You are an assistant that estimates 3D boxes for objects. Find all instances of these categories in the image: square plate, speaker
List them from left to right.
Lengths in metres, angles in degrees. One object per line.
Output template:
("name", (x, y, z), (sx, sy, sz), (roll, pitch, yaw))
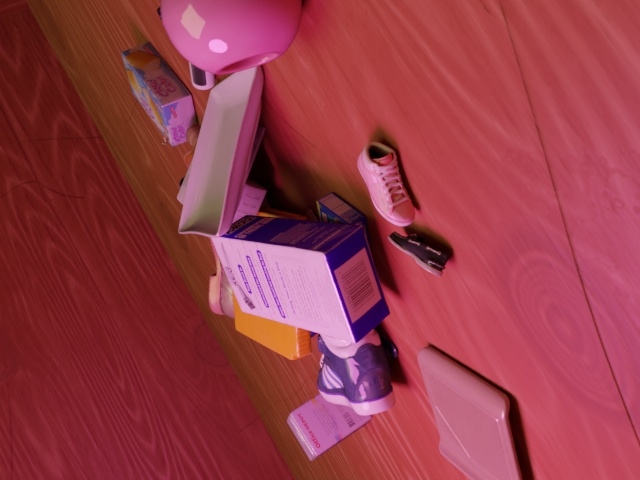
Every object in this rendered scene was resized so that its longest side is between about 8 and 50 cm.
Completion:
("speaker", (-0.261, -0.397, 1.426), (0.055, 0.055, 0.136), (52, 158, 24))
("square plate", (-0.206, -0.174, 1.359), (0.347, 0.049, 0.343), (5, 82, 66))

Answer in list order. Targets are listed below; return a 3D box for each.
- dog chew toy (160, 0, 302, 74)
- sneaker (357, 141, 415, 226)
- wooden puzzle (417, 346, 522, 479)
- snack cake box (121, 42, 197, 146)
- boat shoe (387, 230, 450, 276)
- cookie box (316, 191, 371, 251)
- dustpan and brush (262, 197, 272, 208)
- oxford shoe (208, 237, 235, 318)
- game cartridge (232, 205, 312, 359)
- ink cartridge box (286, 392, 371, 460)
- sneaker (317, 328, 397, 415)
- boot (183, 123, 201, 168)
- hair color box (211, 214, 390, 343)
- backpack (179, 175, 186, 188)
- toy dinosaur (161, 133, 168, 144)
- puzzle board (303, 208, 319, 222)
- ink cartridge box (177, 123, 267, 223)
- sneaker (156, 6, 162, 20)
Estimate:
("dog chew toy", (-0.153, -0.419, 0.946), (0.207, 0.207, 0.331), (1, 109, 67))
("sneaker", (0.098, -0.087, 0.963), (0.134, 0.051, 0.070), (61, 166, 15))
("wooden puzzle", (0.263, 0.317, 1.121), (0.221, 0.044, 0.238), (28, 137, 57))
("snack cake box", (-0.442, -0.404, 1.806), (0.264, 0.089, 0.152), (50, 156, 29))
("boat shoe", (0.149, 0.011, 0.991), (0.046, 0.038, 0.125), (24, -170, -34))
("cookie box", (0.042, -0.024, 1.198), (0.107, 0.040, 0.091), (40, 150, 46))
("dustpan and brush", (-0.118, -0.045, 1.558), (0.211, 0.060, 0.147), (52, 158, 6))
("oxford shoe", (-0.191, 0.026, 1.677), (0.147, 0.140, 0.396), (18, 119, 25))
("game cartridge", (-0.118, 0.086, 1.489), (0.285, 0.053, 0.323), (16, 113, 52))
("ink cartridge box", (0.019, 0.467, 1.703), (0.128, 0.176, 0.127), (56, 159, 17))
("sneaker", (0.051, 0.232, 1.421), (0.323, 0.130, 0.236), (174, 78, -74))
("boot", (-0.302, -0.201, 1.763), (0.152, 0.073, 0.197), (49, 159, 22))
("hair color box", (-0.045, 0.061, 1.225), (0.339, 0.110, 0.185), (7, 124, 46))
("backpack", (-0.360, -0.142, 1.938), (0.120, 0.098, 0.101), (45, 158, 36))
("toy dinosaur", (-0.467, -0.335, 2.011), (0.183, 0.053, 0.092), (51, 156, 27))
("puzzle board", (0.000, 0.000, 1.378), (0.128, 0.011, 0.096), (60, 161, 6))
("ink cartridge box", (-0.214, -0.162, 1.509), (0.296, 0.066, 0.261), (36, 106, 51))
("sneaker", (-0.261, -0.476, 1.222), (0.079, 0.121, 0.216), (18, 133, 61))
